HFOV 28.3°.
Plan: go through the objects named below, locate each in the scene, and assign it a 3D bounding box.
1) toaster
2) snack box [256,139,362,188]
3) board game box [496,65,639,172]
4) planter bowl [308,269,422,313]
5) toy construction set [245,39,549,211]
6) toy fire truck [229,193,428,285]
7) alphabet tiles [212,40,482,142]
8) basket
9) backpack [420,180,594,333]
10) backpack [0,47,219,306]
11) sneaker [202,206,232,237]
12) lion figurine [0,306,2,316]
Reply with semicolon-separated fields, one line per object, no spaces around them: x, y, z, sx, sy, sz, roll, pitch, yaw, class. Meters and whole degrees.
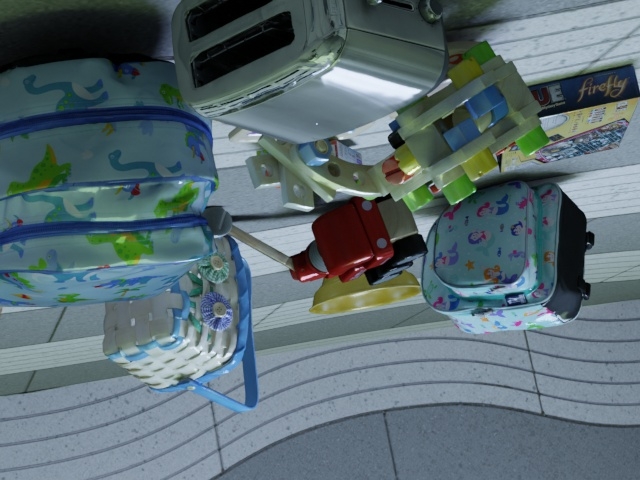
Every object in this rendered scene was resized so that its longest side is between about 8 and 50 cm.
-0.019;-0.159;1.033;0.227;0.129;0.146;-17;163;38;toaster
-0.011;-0.091;1.546;0.100;0.037;0.141;-6;175;14;snack box
0.304;-0.148;1.597;0.165;0.042;0.243;-11;169;4;board game box
0.078;0.068;2.327;0.217;0.090;0.217;-10;169;-2;planter bowl
0.089;-0.093;1.282;0.328;0.151;0.215;-11;-164;45;toy construction set
0.000;0.000;1.851;0.246;0.158;0.217;-19;171;-16;toy fire truck
0.030;-0.158;1.344;0.284;0.021;0.278;-4;167;-30;alphabet tiles
-0.188;0.114;1.895;0.201;0.254;0.289;-17;156;24;basket
0.278;0.030;2.014;0.253;0.225;0.191;-14;147;40;backpack
-0.223;-0.048;1.165;0.290;0.273;0.355;2;152;-26;backpack
-0.200;-0.013;1.762;0.152;0.053;0.061;-3;169;-36;sneaker
-0.631;0.128;1.808;0.392;0.142;0.240;-14;176;-1;lion figurine
